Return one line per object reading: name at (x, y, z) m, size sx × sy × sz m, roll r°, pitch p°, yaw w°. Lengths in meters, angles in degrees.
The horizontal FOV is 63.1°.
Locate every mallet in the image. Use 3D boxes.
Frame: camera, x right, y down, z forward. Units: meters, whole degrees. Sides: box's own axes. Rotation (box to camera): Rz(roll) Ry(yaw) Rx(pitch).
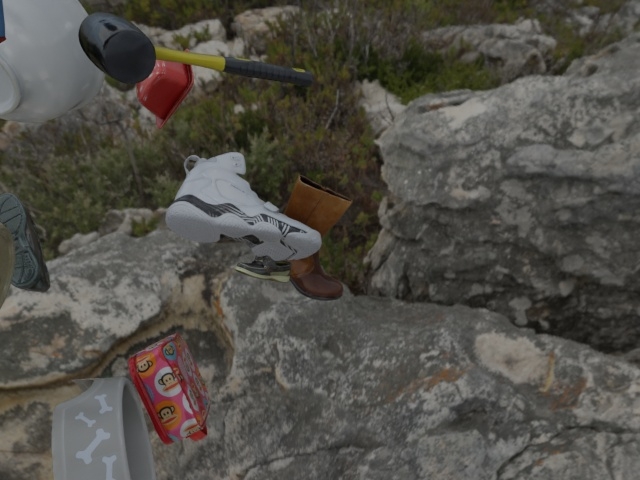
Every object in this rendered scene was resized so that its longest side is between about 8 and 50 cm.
mallet at (-0.079, -0.134, 0.401) m, size 0.190 × 0.039 × 0.062 m, roll 0°, pitch 30°, yaw -33°

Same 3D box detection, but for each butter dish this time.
butter dish at (-0.376, -0.370, 1.200) m, size 0.118 × 0.160 × 0.160 m, roll 23°, pitch 35°, yaw -40°

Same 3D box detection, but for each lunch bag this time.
lunch bag at (-0.350, 0.368, 1.277) m, size 0.120 × 0.293 × 0.258 m, roll -27°, pitch 89°, yaw -8°

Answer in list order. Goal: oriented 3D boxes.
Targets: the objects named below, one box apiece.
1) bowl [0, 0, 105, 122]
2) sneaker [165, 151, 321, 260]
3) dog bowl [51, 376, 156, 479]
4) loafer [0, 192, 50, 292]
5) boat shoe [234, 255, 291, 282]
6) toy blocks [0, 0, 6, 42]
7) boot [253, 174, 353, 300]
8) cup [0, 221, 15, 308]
bowl at (-0.512, -0.293, 0.823) m, size 0.298 × 0.298 × 0.134 m, roll 9°, pitch 49°, yaw 3°
sneaker at (-0.166, -0.086, 1.238) m, size 0.366 × 0.137 × 0.210 m, roll 13°, pitch 58°, yaw -17°
dog bowl at (-0.367, 0.406, 0.926) m, size 0.102 × 0.349 × 0.348 m, roll -13°, pitch 55°, yaw -14°
loafer at (-0.708, 0.011, 1.230) m, size 0.096 × 0.084 × 0.267 m, roll -28°, pitch 65°, yaw -5°
boat shoe at (-0.117, 0.054, 1.084) m, size 0.056 × 0.152 × 0.049 m, roll 18°, pitch 92°, yaw 34°
toy blocks at (-0.258, -0.243, 0.241) m, size 0.381 × 0.261 × 0.191 m, roll 23°, pitch 32°, yaw 17°
boot at (0.000, 0.000, 1.342) m, size 0.264 × 0.280 × 0.096 m, roll 30°, pitch 23°, yaw -6°
cup at (-0.623, 0.038, 0.788) m, size 0.237 × 0.331 × 0.331 m, roll 12°, pitch 53°, yaw -10°
